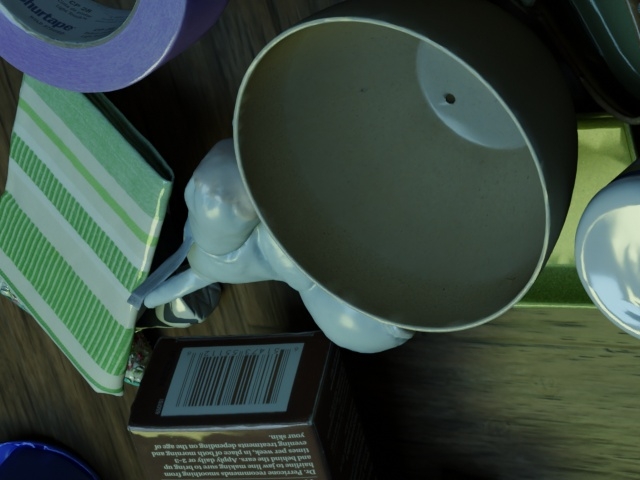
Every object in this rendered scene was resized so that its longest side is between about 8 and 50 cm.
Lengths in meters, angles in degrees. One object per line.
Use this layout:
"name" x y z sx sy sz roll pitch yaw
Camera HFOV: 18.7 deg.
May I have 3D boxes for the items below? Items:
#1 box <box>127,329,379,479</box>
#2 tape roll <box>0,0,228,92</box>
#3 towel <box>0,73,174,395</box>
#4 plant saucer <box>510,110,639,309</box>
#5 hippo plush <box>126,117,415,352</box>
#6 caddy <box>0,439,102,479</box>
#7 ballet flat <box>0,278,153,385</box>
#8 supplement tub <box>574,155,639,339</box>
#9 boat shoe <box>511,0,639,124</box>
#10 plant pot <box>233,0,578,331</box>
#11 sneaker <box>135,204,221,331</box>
"box" -0.042 0.272 1.960 0.191 0.143 0.381 -3 128 16
"tape roll" -0.209 -0.271 1.695 0.274 0.090 0.275 16 125 24
"towel" -0.247 -0.019 1.989 0.248 0.038 0.325 47 138 29
"plant saucer" 0.218 -0.032 1.716 0.188 0.045 0.188 1 115 39
"hippo plush" 0.000 0.000 1.765 0.236 0.234 0.294 34 90 4
"caddy" -0.331 0.408 2.352 0.241 0.179 0.341 -34 92 22
"ballet flat" -0.271 0.071 2.161 0.241 0.091 0.077 33 110 15
"supplement tub" 0.307 -0.018 1.540 0.144 0.199 0.144 20 126 30
"boat shoe" 0.201 -0.234 1.552 0.324 0.120 0.122 53 136 0
"plant pot" 0.099 -0.094 1.598 0.284 0.191 0.284 19 130 24
"sneaker" -0.222 0.000 2.062 0.153 0.094 0.235 -21 111 36
